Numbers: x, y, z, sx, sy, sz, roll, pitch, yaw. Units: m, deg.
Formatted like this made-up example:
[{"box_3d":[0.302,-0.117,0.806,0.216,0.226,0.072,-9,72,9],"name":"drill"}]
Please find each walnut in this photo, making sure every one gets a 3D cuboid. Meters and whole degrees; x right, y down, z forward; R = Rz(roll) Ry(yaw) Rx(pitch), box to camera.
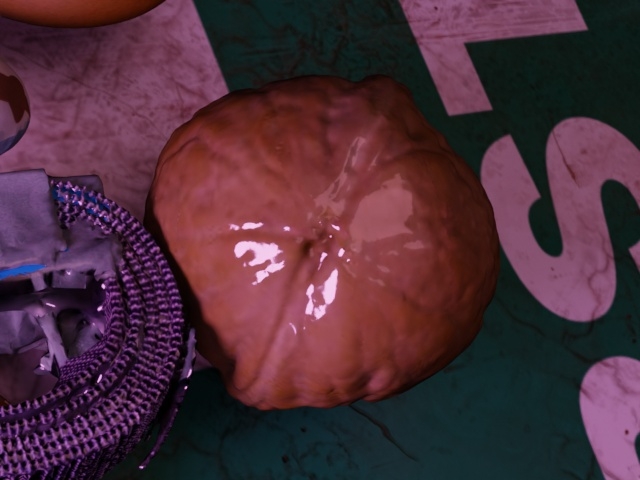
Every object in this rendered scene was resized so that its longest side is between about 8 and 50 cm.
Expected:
[{"box_3d":[0.000,0.000,1.520,0.333,0.333,0.333,16,57,-27],"name":"walnut"}]

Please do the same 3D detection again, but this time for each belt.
[{"box_3d":[-0.264,0.078,1.375,0.324,0.122,0.260,-8,65,-21],"name":"belt"}]

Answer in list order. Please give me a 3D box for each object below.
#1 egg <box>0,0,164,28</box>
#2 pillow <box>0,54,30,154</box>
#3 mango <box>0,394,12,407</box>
[{"box_3d":[-0.253,-0.338,1.544,0.351,0.282,0.283,37,50,-19],"name":"egg"},{"box_3d":[-0.345,-0.116,1.433,0.214,0.086,0.233,-5,33,-25],"name":"pillow"},{"box_3d":[-0.230,0.204,1.405,0.101,0.066,0.187,-26,76,-33],"name":"mango"}]
